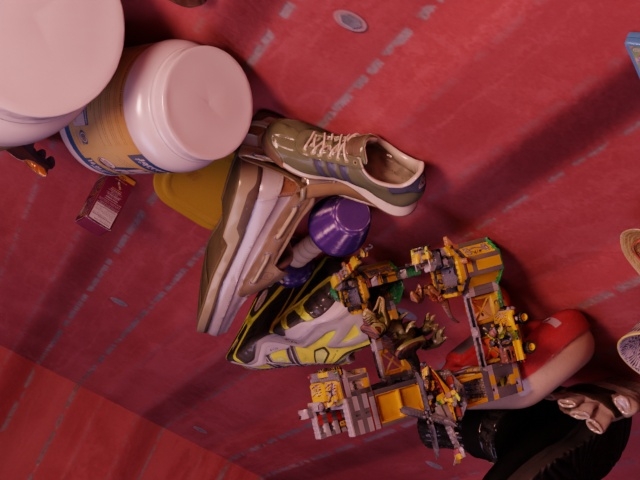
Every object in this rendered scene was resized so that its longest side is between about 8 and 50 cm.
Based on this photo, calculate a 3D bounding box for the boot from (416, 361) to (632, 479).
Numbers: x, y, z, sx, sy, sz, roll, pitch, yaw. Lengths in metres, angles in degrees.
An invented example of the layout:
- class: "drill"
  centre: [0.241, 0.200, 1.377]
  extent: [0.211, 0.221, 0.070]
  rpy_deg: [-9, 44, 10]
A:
- class: "boot"
  centre: [0.227, 0.270, 1.933]
  extent: [0.260, 0.348, 0.131]
  rpy_deg: [18, 115, 31]

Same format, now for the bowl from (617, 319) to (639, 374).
- class: "bowl"
  centre: [0.428, 0.113, 1.649]
  extent: [0.170, 0.080, 0.170]
  rpy_deg: [21, 159, 9]

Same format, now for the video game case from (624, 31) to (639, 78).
- class: "video game case"
  centre: [0.342, -0.122, 1.271]
  extent: [0.119, 0.015, 0.166]
  rpy_deg: [10, 155, 34]

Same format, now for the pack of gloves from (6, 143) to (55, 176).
- class: "pack of gloves"
  centre: [-0.427, -0.164, 1.938]
  extent: [0.195, 0.046, 0.232]
  rpy_deg: [37, -179, -10]

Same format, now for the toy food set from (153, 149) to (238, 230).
- class: "toy food set"
  centre: [-0.140, -0.094, 1.818]
  extent: [0.128, 0.071, 0.218]
  rpy_deg: [-30, 136, 26]

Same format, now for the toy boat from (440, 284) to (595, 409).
- class: "toy boat"
  centre: [0.233, 0.121, 1.850]
  extent: [0.231, 0.151, 0.151]
  rpy_deg: [-14, 108, 59]

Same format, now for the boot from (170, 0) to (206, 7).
- class: "boot"
  centre: [-0.170, -0.276, 1.451]
  extent: [0.106, 0.037, 0.114]
  rpy_deg: [21, 164, 16]

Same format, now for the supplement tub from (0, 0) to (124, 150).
- class: "supplement tub"
  centre: [-0.372, -0.208, 1.555]
  extent: [0.235, 0.235, 0.325]
  rpy_deg: [37, 156, -29]

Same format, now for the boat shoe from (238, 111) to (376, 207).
- class: "boat shoe"
  centre: [-0.007, -0.074, 1.695]
  extent: [0.190, 0.072, 0.068]
  rpy_deg: [25, 159, -2]

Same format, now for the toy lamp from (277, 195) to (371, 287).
- class: "toy lamp"
  centre: [0.000, 0.000, 1.866]
  extent: [0.080, 0.080, 0.274]
  rpy_deg: [28, 161, -8]

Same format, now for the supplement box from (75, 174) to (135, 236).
- class: "supplement box"
  centre: [-0.303, -0.054, 2.063]
  extent: [0.043, 0.083, 0.055]
  rpy_deg: [33, 159, -20]

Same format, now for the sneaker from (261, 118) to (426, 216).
- class: "sneaker"
  centre: [0.032, -0.098, 1.622]
  extent: [0.192, 0.064, 0.086]
  rpy_deg: [25, 152, -2]

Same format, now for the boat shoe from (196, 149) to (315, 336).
- class: "boat shoe"
  centre: [-0.085, 0.018, 1.818]
  extent: [0.103, 0.113, 0.302]
  rpy_deg: [9, 138, -13]

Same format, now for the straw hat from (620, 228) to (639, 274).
- class: "straw hat"
  centre: [0.382, 0.015, 1.492]
  extent: [0.144, 0.061, 0.144]
  rpy_deg: [38, 164, 13]

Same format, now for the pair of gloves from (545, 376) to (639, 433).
- class: "pair of gloves"
  centre: [0.420, 0.212, 1.830]
  extent: [0.240, 0.042, 0.204]
  rpy_deg: [14, -165, 38]

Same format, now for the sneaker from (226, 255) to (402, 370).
- class: "sneaker"
  centre: [-0.020, 0.137, 2.127]
  extent: [0.147, 0.145, 0.384]
  rpy_deg: [31, 160, -16]

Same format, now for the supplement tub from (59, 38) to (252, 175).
- class: "supplement tub"
  centre: [-0.184, -0.146, 1.619]
  extent: [0.199, 0.144, 0.144]
  rpy_deg: [0, 149, 49]

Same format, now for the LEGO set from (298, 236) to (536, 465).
- class: "LEGO set"
  centre: [0.084, 0.128, 1.787]
  extent: [0.192, 0.255, 0.331]
  rpy_deg: [-13, -174, -31]
